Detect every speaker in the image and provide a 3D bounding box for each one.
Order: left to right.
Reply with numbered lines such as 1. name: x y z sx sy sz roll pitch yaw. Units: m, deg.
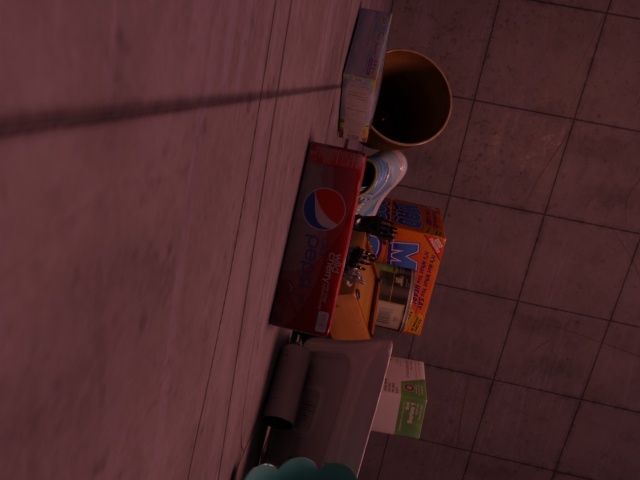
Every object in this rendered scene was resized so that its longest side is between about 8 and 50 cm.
1. speaker: -0.057 0.246 0.951 0.055 0.055 0.136 97 6 -50

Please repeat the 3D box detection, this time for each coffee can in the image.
1. coffee can: 0.134 0.157 1.722 0.201 0.276 0.201 12 90 -86

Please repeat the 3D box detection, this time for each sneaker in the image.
1. sneaker: 0.087 -0.121 1.561 0.208 0.127 0.319 -19 147 -53

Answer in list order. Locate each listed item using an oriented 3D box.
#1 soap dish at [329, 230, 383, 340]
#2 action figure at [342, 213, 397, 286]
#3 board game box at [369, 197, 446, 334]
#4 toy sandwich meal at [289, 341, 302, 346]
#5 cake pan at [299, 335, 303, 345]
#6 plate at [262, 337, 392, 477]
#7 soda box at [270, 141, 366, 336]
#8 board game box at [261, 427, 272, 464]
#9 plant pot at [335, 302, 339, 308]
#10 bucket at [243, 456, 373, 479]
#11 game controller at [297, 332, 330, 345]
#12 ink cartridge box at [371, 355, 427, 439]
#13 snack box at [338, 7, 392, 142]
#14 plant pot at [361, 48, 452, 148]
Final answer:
1. soap dish: 0.071 0.119 1.407 0.290 0.118 0.228 -75 152 -49
2. action figure: 0.069 0.012 1.177 0.164 0.141 0.276 -60 -171 -4
3. board game box: 0.215 0.063 1.993 0.356 0.357 0.356 -67 169 -70
4. toy sandwich meal: -0.058 0.240 1.115 0.085 0.029 0.085 6 90 -76
5. cake pan: -0.017 0.260 1.520 0.293 0.054 0.293 12 90 -86
6. plate: -0.008 0.290 0.949 0.277 0.045 0.277 -14 -127 59
7. soda box: 0.000 0.000 0.811 0.092 0.084 0.263 55 48 -84
8. board game box: -0.060 0.457 1.222 0.303 0.098 0.223 -65 166 -69
9. plant pot: -0.005 0.095 1.131 0.083 0.084 0.079 -7 96 -86
10. bucket: -0.013 0.429 0.680 0.281 0.281 0.183 -68 175 -68
11. game controller: 0.013 0.313 1.201 0.166 0.067 0.318 78 -1 -81
12. ink cartridge box: 0.120 0.380 1.443 0.201 0.279 0.117 -65 163 -73
13. snack box: 0.090 -0.332 1.157 0.207 0.070 0.174 88 15 -66
14. plant pot: 0.173 -0.329 1.450 0.254 0.237 0.237 160 -57 -76
